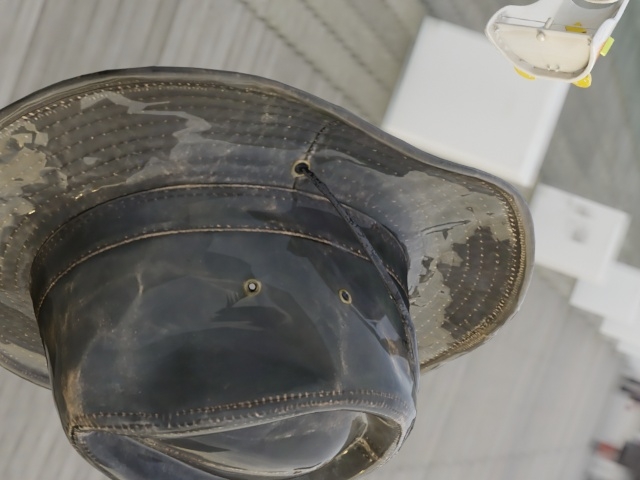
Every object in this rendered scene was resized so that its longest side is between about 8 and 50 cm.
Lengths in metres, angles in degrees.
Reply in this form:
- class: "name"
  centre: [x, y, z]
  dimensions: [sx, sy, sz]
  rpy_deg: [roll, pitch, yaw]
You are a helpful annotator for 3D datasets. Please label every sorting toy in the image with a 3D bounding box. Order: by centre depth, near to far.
- class: "sorting toy"
  centre: [0.163, -0.141, 1.123]
  dimensions: [0.075, 0.083, 0.045]
  rpy_deg: [-52, 136, -26]

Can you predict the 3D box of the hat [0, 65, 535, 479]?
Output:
- class: "hat"
  centre: [-0.052, 0.062, 0.869]
  dimensions: [0.331, 0.331, 0.134]
  rpy_deg: [86, 2, -58]
